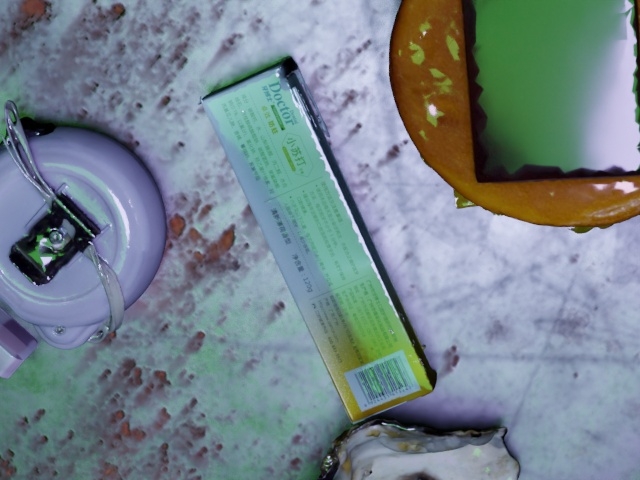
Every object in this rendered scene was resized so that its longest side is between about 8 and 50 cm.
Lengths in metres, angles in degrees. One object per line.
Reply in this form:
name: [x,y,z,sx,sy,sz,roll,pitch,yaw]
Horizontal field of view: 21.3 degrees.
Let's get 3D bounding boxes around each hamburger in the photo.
hamburger: [0.204,-0.145,1.332,0.291,0.225,0.291,3,101,14]

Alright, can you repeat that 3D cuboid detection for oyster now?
oyster: [0.065,0.241,1.501,0.223,0.083,0.214,-4,122,-16]

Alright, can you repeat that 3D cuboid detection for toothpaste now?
toothpaste: [0.000,0.000,1.466,0.089,0.071,0.312,-23,98,13]

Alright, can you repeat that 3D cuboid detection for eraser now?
eraser: [-0.305,0.074,1.519,0.105,0.065,0.026,41,102,-4]

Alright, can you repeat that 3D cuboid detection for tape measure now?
tape measure: [-0.229,-0.013,1.472,0.196,0.105,0.178,38,103,-1]
